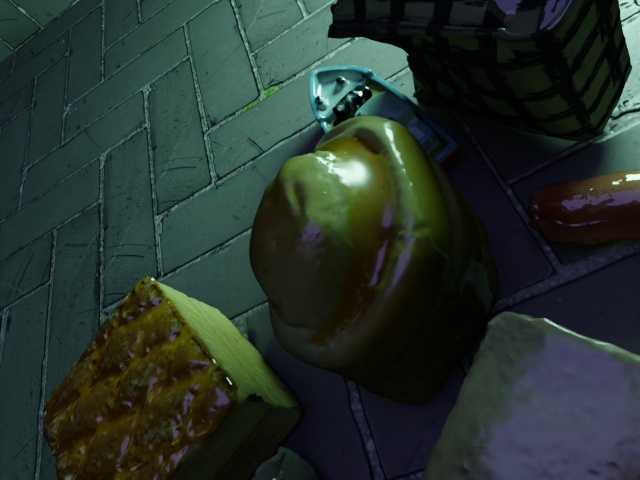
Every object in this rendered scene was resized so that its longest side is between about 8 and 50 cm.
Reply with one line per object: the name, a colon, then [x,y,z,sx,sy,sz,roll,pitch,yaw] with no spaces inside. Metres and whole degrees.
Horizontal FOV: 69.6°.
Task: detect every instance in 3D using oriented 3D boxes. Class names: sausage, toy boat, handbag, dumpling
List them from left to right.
dumpling: [-0.048,0.361,0.581,0.108,0.127,0.187,-29,57,29]
toy boat: [0.082,-0.216,0.802,0.145,0.133,0.331,-43,53,4]
handbag: [0.218,-0.272,0.633,0.327,0.325,0.162,27,98,38]
sausage: [0.467,-0.045,0.527,0.420,0.094,0.094,-3,49,28]

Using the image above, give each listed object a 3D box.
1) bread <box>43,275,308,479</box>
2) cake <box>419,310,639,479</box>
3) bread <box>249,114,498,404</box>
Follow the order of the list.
bread: [-0.221,0.251,0.685,0.279,0.207,0.279,34,86,36]
cake: [0.264,0.230,0.412,0.309,0.237,0.229,19,79,32]
bread: [0.083,0.022,0.552,0.210,0.341,0.300,4,63,38]
